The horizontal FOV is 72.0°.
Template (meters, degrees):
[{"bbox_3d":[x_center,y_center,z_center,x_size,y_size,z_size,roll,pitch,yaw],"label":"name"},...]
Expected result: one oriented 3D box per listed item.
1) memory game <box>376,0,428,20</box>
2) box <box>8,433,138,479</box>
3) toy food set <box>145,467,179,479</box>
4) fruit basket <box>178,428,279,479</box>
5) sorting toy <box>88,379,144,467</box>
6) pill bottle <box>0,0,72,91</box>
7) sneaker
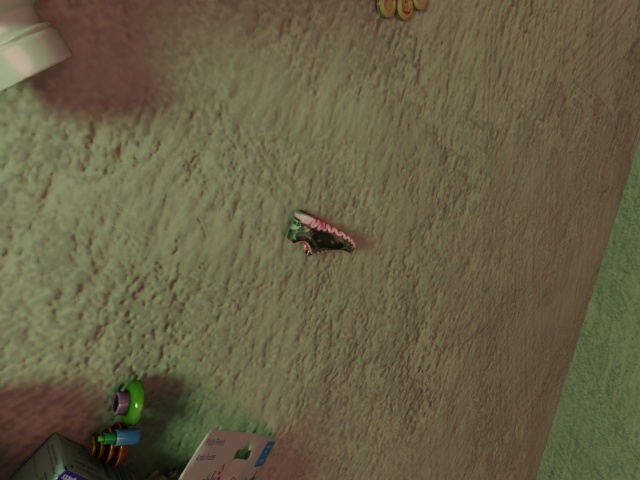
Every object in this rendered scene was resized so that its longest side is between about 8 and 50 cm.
[{"bbox_3d":[0.113,-0.418,0.635,0.186,0.012,0.186,-13,111,-37],"label":"memory game"},{"bbox_3d":[-0.288,0.309,0.478,0.137,0.072,0.126,-49,127,-17],"label":"box"},{"bbox_3d":[-0.209,0.346,0.592,0.078,0.019,0.122,-46,135,-19],"label":"toy food set"},{"bbox_3d":[-0.157,0.395,0.501,0.353,0.165,0.327,-55,160,-18],"label":"fruit basket"},{"bbox_3d":[-0.235,0.211,0.501,0.042,0.061,0.102,15,92,-39],"label":"sorting toy"},{"bbox_3d":[-0.274,-0.201,0.314,0.108,0.107,0.180,-42,125,-23],"label":"pill bottle"},{"bbox_3d":[0.000,0.000,0.649,0.119,0.047,0.057,25,93,-34],"label":"sneaker"}]
